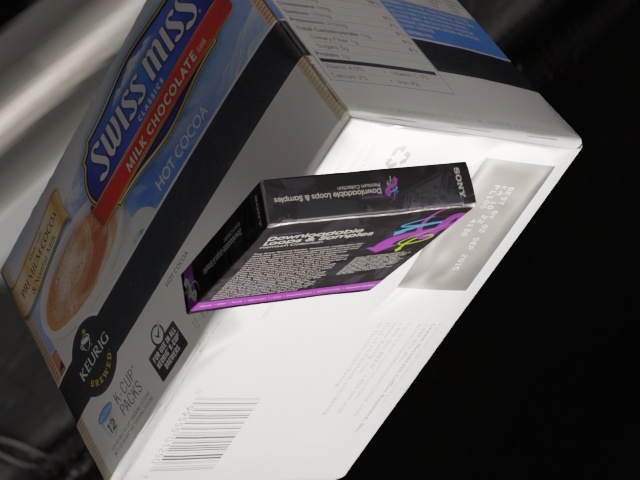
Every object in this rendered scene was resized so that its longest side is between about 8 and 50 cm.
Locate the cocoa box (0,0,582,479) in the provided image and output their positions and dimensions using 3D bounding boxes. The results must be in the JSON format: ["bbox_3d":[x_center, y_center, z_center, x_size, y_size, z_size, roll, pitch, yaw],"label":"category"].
[{"bbox_3d":[-0.034,-0.021,1.252,0.347,0.231,0.228,-57,-131,28],"label":"cocoa box"}]

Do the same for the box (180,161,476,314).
[{"bbox_3d":[0.000,0.000,0.937,0.116,0.162,0.029,-6,-104,-22],"label":"box"}]
